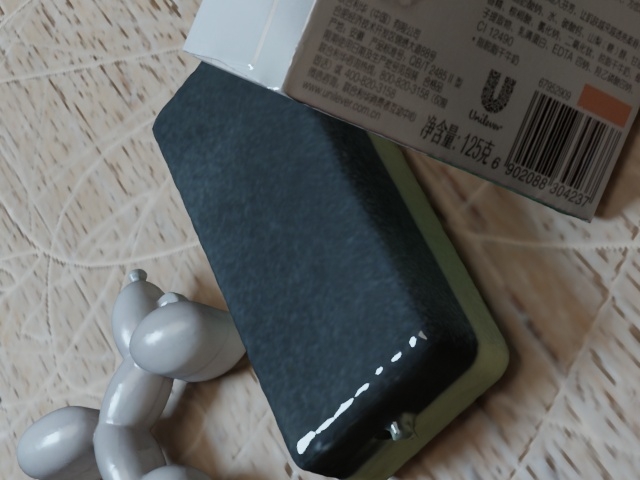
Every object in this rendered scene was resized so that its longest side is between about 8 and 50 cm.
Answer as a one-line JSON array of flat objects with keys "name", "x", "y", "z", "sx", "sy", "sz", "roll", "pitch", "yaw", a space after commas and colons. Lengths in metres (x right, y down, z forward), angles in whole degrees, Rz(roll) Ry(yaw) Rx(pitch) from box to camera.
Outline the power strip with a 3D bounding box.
[{"name": "power strip", "x": 0.000, "y": 0.000, "z": 0.789, "sx": 0.105, "sy": 0.070, "sz": 0.256, "roll": -47, "pitch": 47, "yaw": 26}]

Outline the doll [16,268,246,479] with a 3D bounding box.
[{"name": "doll", "x": -0.097, "y": 0.099, "z": 0.855, "sx": 0.160, "sy": 0.059, "sz": 0.161, "roll": -48, "pitch": 47, "yaw": 22}]

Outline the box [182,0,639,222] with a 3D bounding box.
[{"name": "box", "x": 0.057, "y": -0.102, "z": 0.672, "sx": 0.081, "sy": 0.199, "sz": 0.135, "roll": 27, "pitch": 95, "yaw": 48}]
